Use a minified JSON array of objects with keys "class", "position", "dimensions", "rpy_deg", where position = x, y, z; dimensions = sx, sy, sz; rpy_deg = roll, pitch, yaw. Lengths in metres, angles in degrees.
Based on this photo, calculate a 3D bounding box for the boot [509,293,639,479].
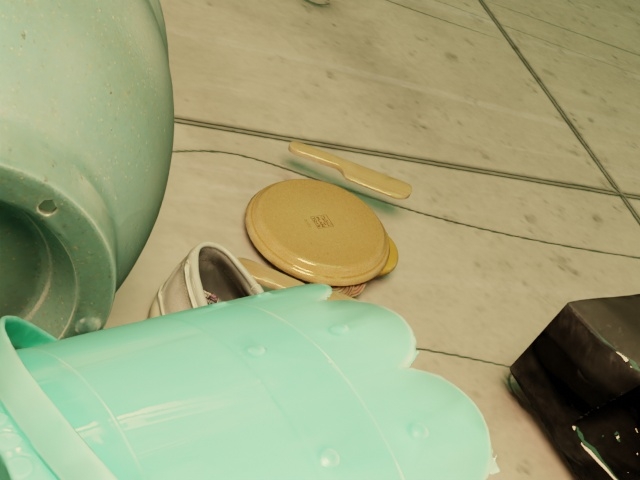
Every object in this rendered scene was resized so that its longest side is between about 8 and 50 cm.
[{"class":"boot","position":[0.415,0.166,0.905],"dimensions":[0.445,0.146,0.367],"rpy_deg":[-2,34,-45]}]

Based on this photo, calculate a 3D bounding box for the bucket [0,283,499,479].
[{"class":"bucket","position":[-0.064,0.156,0.479],"dimensions":[0.183,0.281,0.281],"rpy_deg":[-7,49,-36]}]

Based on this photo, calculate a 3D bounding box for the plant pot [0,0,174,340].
[{"class":"plant pot","position":[-0.205,-0.032,0.573],"dimensions":[0.293,0.293,0.196],"rpy_deg":[9,38,-28]}]

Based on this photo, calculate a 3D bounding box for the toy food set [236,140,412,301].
[{"class":"toy food set","position":[0.000,0.000,0.926],"dimensions":[0.132,0.038,0.192],"rpy_deg":[22,40,1]}]

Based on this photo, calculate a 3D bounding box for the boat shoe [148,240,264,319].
[{"class":"boat shoe","position":[-0.041,0.093,0.729],"dimensions":[0.079,0.081,0.227],"rpy_deg":[-5,47,-40]}]
